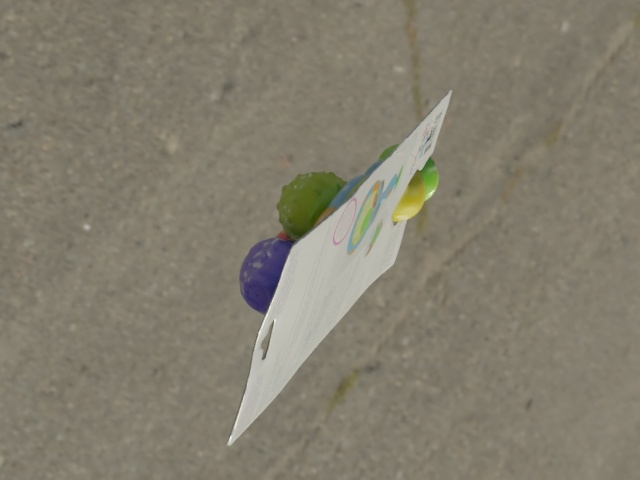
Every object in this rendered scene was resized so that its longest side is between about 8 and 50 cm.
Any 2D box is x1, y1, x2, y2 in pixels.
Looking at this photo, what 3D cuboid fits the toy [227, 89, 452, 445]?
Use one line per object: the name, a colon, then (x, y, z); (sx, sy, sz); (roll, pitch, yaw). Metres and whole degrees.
toy: (0.000, 0.000, 0.826); (0.237, 0.056, 0.136); (-40, 153, -53)
